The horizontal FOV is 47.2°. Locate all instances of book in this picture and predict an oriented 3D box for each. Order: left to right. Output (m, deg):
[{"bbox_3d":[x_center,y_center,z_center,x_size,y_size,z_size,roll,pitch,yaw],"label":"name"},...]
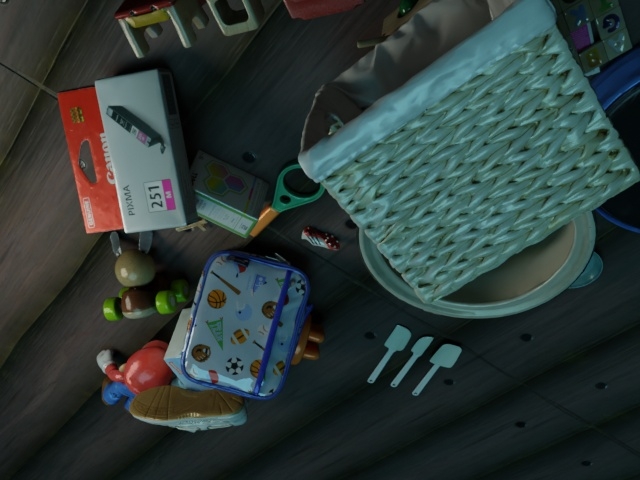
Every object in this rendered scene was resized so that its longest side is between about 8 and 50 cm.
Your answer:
[{"bbox_3d":[0.368,-0.308,1.127,0.096,0.035,0.144,-15,130,18],"label":"book"}]

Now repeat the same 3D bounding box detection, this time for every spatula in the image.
[{"bbox_3d":[0.217,0.298,1.755,0.168,0.019,0.242,17,134,-7],"label":"spatula"}]

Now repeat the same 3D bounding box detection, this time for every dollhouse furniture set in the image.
[{"bbox_3d":[-0.104,-0.403,1.017,0.374,0.201,0.152,-5,133,24],"label":"dollhouse furniture set"}]

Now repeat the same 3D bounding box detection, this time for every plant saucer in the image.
[{"bbox_3d":[0.496,0.048,1.455,0.119,0.021,0.119,6,134,6],"label":"plant saucer"}]

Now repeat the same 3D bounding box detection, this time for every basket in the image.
[{"bbox_3d":[0.184,-0.152,0.959,0.331,0.328,0.266,-35,109,19],"label":"basket"}]

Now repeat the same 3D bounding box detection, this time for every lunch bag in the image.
[{"bbox_3d":[-0.148,0.168,1.531,0.243,0.303,0.115,16,178,-2],"label":"lunch bag"}]

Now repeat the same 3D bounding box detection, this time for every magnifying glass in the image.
[{"bbox_3d":[-0.074,-0.078,1.440,0.092,0.026,0.231,33,132,-20],"label":"magnifying glass"}]

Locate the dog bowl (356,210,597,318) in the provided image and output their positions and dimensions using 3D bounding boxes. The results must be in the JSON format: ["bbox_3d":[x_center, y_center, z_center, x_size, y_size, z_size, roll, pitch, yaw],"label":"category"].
[{"bbox_3d":[0.274,-0.044,1.319,0.408,0.150,0.408,5,134,5],"label":"dog bowl"}]

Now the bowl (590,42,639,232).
[{"bbox_3d":[0.605,-0.158,1.195,0.391,0.077,0.391,6,135,6],"label":"bowl"}]

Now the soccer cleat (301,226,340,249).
[{"bbox_3d":[0.000,0.000,1.501,0.083,0.029,0.035,24,142,-8],"label":"soccer cleat"}]

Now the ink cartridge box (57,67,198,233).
[{"bbox_3d":[-0.358,-0.150,1.308,0.239,0.060,0.275,-7,99,16],"label":"ink cartridge box"}]

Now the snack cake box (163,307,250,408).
[{"bbox_3d":[-0.255,0.299,1.752,0.089,0.152,0.264,-10,131,20],"label":"snack cake box"}]

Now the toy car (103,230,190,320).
[{"bbox_3d":[-0.394,0.065,1.599,0.155,0.149,0.188,-8,103,13],"label":"toy car"}]

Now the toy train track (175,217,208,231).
[{"bbox_3d":[-0.268,-0.035,1.528,0.083,0.014,0.048,-15,137,31],"label":"toy train track"}]

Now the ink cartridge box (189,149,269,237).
[{"bbox_3d":[-0.209,-0.100,1.384,0.209,0.109,0.062,26,133,-13],"label":"ink cartridge box"}]

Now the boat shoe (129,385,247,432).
[{"bbox_3d":[-0.302,0.400,1.685,0.277,0.098,0.096,-1,133,14],"label":"boat shoe"}]

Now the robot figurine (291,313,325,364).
[{"bbox_3d":[-0.102,0.203,1.650,0.219,0.128,0.158,15,139,-5],"label":"robot figurine"}]

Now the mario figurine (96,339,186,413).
[{"bbox_3d":[-0.448,0.333,1.875,0.198,0.170,0.320,-6,158,-35],"label":"mario figurine"}]

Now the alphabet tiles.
[{"bbox_3d":[0.330,-0.304,1.091,0.237,0.009,0.198,-30,127,11],"label":"alphabet tiles"}]

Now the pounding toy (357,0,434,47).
[{"bbox_3d":[0.152,-0.314,1.112,0.141,0.100,0.130,37,129,-24],"label":"pounding toy"}]
